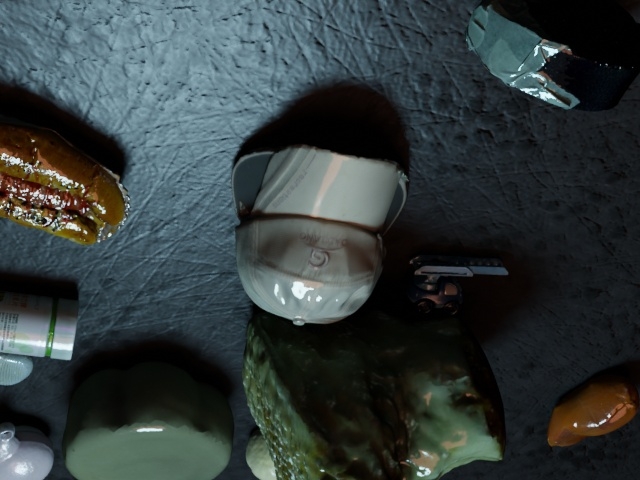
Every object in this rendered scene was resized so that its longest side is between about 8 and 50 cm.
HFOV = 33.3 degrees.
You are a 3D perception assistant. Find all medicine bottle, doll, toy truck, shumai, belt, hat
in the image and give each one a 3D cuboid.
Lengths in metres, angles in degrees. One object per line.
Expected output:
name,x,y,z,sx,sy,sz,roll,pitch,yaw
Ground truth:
medicine bottle,-0.429,0.112,1.466,0.183,0.086,0.086,8,136,-14
doll,-0.536,0.399,1.755,0.160,0.094,0.365,9,137,-20
toy truck,0.188,0.060,1.491,0.136,0.063,0.074,2,120,-13
shumai,0.083,0.241,1.491,0.323,0.397,0.324,-21,131,-14
belt,0.250,-0.210,1.135,0.198,0.151,0.078,14,135,-16
hat,0.002,-0.008,1.330,0.232,0.161,0.275,7,132,-19

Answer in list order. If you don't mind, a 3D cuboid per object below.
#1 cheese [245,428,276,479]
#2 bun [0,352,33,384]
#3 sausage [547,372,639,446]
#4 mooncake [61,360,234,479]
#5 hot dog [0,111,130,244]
cheese,0.015,0.331,1.737,0.263,0.093,0.159,-34,131,27
bun,-0.462,0.177,1.562,0.083,0.045,0.083,-5,138,-4
sausage,0.440,0.277,1.731,0.089,0.089,0.179,27,132,-30
mooncake,-0.264,0.294,1.645,0.275,0.135,0.275,-3,141,-3
hot dog,-0.352,-0.080,1.276,0.268,0.075,0.144,25,132,-25
